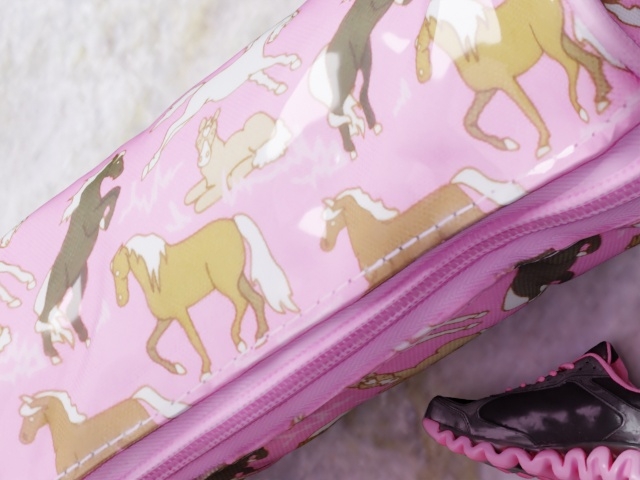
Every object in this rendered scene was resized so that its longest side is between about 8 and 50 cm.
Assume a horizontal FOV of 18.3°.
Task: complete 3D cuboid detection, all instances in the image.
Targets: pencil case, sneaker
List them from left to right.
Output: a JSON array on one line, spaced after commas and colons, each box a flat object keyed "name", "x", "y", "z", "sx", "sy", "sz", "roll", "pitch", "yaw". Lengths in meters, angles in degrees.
[{"name": "pencil case", "x": 0.000, "y": 0.000, "z": 0.755, "sx": 0.386, "sy": 0.160, "sz": 0.167, "roll": -36, "pitch": 71, "yaw": 29}, {"name": "sneaker", "x": 0.096, "y": 0.066, "z": 0.765, "sx": 0.119, "sy": 0.047, "sz": 0.057, "roll": 7, "pitch": 81, "yaw": 30}]
